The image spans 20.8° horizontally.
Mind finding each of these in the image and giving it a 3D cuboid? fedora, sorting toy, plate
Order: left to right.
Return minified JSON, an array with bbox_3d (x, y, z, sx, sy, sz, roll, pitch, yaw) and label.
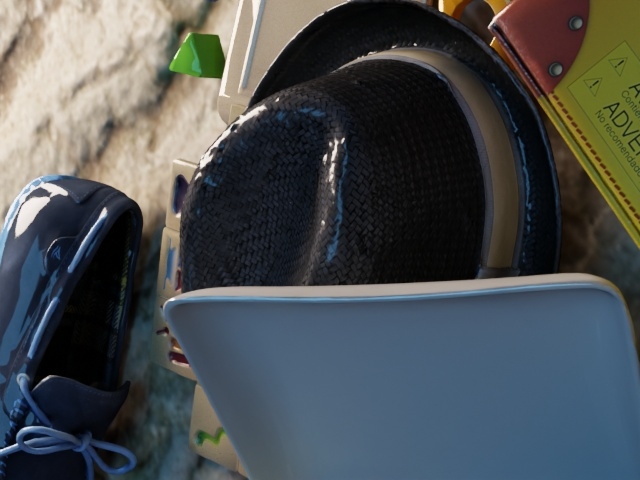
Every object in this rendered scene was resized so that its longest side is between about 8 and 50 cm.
[{"bbox_3d":[0.000,0.000,1.178,0.334,0.152,0.334,5,98,42],"label":"fedora"},{"bbox_3d":[0.014,-0.161,1.301,0.348,0.047,0.196,19,104,39],"label":"sorting toy"},{"bbox_3d":[0.074,0.111,1.090,0.278,0.277,0.045,-3,45,20],"label":"plate"}]

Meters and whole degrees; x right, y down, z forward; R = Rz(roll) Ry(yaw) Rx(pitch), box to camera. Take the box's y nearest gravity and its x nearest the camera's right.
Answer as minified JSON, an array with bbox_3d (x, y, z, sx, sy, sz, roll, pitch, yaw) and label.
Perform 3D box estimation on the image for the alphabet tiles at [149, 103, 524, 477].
[{"bbox_3d":[-0.001,0.059,1.297,0.343,0.011,0.285,19,107,39],"label":"alphabet tiles"}]

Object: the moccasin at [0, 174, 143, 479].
[{"bbox_3d":[-0.219,0.118,1.422,0.117,0.138,0.342,7,93,36],"label":"moccasin"}]

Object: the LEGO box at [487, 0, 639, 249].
[{"bbox_3d":[0.378,-0.023,0.848,0.372,0.193,0.500,-39,63,19],"label":"LEGO box"}]
